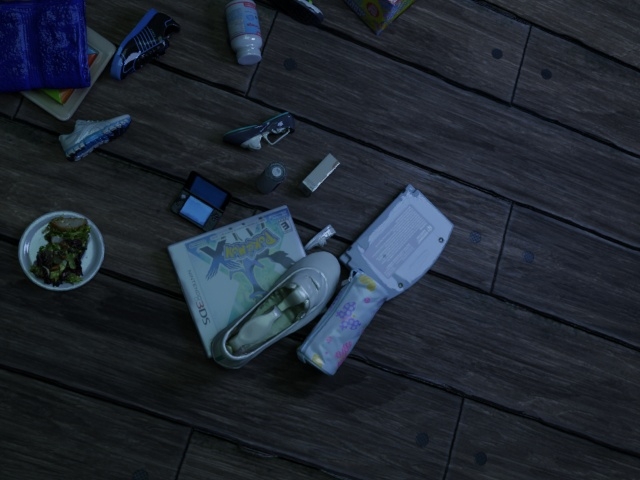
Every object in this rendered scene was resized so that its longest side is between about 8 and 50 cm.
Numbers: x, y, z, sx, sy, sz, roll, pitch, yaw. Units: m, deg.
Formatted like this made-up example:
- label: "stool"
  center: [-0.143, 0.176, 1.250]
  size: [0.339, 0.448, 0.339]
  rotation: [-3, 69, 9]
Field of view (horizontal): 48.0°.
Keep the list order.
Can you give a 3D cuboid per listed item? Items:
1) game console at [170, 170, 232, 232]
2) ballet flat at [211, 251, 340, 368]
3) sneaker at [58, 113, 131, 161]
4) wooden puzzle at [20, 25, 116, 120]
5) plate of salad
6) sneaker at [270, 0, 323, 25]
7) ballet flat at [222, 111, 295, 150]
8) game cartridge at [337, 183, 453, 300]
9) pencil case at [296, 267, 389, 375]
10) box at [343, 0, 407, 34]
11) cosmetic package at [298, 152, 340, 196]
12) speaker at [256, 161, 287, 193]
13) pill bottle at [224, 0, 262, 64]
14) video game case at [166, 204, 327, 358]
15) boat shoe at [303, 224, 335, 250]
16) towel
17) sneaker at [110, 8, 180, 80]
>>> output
- label: "game console"
  center: [-0.304, -0.097, 1.827]
  size: [0.122, 0.071, 0.107]
  rotation: [32, 73, -4]
- label: "ballet flat"
  center: [-0.092, 0.168, 1.748]
  size: [0.400, 0.139, 0.139]
  rotation: [-39, 88, -17]
- label: "sneaker"
  center: [-0.571, -0.281, 1.811]
  size: [0.190, 0.071, 0.083]
  rotation: [-32, 81, -17]
- label: "wooden puzzle"
  center: [-0.671, -0.456, 1.815]
  size: [0.221, 0.044, 0.239]
  rotation: [35, 87, -3]
- label: "plate of salad"
  center: [-0.627, 0.022, 1.740]
  size: [0.199, 0.048, 0.200]
  rotation: [3, 77, -13]
- label: "sneaker"
  center: [-0.080, -0.697, 2.004]
  size: [0.234, 0.084, 0.097]
  rotation: [33, 72, -4]
- label: "ballet flat"
  center: [-0.156, -0.279, 1.903]
  size: [0.203, 0.074, 0.074]
  rotation: [-22, 83, -19]
- label: "game cartridge"
  center: [0.212, 0.015, 1.929]
  size: [0.198, 0.062, 0.297]
  rotation: [46, 72, -4]
- label: "pencil case"
  center: [0.055, 0.203, 1.792]
  size: [0.113, 0.124, 0.273]
  rotation: [31, 85, 37]
- label: "box"
  center: [0.173, -0.800, 2.037]
  size: [0.290, 0.177, 0.279]
  rotation: [45, 74, 0]
- label: "cosmetic package"
  center: [-0.004, -0.174, 1.918]
  size: [0.041, 0.060, 0.115]
  rotation: [43, 74, -2]
- label: "speaker"
  center: [-0.128, -0.160, 1.847]
  size: [0.055, 0.136, 0.055]
  rotation: [3, 80, -16]
- label: "pill bottle"
  center: [-0.205, -0.562, 1.944]
  size: [0.087, 0.087, 0.160]
  rotation: [-9, 80, -14]
- label: "video game case"
  center: [-0.184, 0.100, 1.825]
  size: [0.329, 0.036, 0.300]
  rotation: [-20, 85, -16]
- label: "boat shoe"
  center: [0.000, 0.000, 1.895]
  size: [0.100, 0.035, 0.035]
  rotation: [-40, 86, -24]
- label: "towel"
  center: [-0.726, -0.480, 1.757]
  size: [0.308, 0.076, 0.228]
  rotation: [-4, 92, -1]
- label: "sneaker"
  center: [-0.456, -0.501, 1.877]
  size: [0.090, 0.081, 0.232]
  rotation: [28, 72, 2]
